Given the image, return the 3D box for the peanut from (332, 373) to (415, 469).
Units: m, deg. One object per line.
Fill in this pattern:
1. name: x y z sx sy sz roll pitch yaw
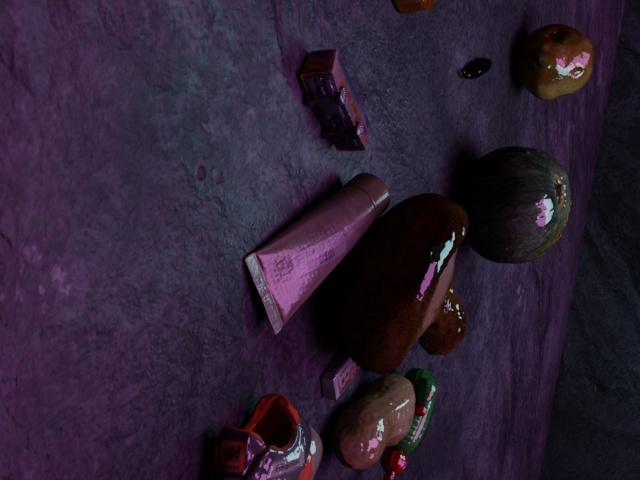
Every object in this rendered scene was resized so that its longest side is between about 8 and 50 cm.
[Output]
1. peanut: 0.105 0.353 1.668 0.274 0.111 0.125 -31 105 -55

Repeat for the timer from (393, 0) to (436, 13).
1. timer: 0.224 -0.492 1.618 0.132 0.152 0.132 -27 121 -59

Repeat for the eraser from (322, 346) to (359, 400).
1. eraser: 0.042 0.239 1.600 0.122 0.029 0.052 -47 137 -49

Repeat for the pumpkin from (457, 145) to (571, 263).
1. pumpkin: 0.479 -0.081 2.125 0.328 0.257 0.291 17 69 -56

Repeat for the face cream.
1. face cream: 0.000 0.000 1.407 0.341 0.084 0.137 -44 124 -43

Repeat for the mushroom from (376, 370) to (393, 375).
1. mushroom: 0.138 0.197 1.767 0.187 0.061 0.060 -71 145 -44

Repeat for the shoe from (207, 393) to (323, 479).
1. shoe: -0.108 0.350 1.238 0.336 0.132 0.171 -56 139 -44

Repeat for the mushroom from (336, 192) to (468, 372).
1. mushroom: 0.148 0.073 1.543 0.345 0.239 0.345 -1 90 -87

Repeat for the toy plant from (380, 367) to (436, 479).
1. toy plant: 0.175 0.383 1.813 0.240 0.088 0.154 -65 -171 -2

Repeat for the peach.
1. peach: 0.652 -0.494 2.411 0.235 0.214 0.214 -28 122 -50

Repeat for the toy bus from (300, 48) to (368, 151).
1. toy bus: 0.028 -0.225 1.406 0.192 0.065 0.077 58 40 -53

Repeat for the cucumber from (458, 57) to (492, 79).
1. cucumber: 0.370 -0.406 2.061 0.163 0.039 0.043 -41 112 -55
